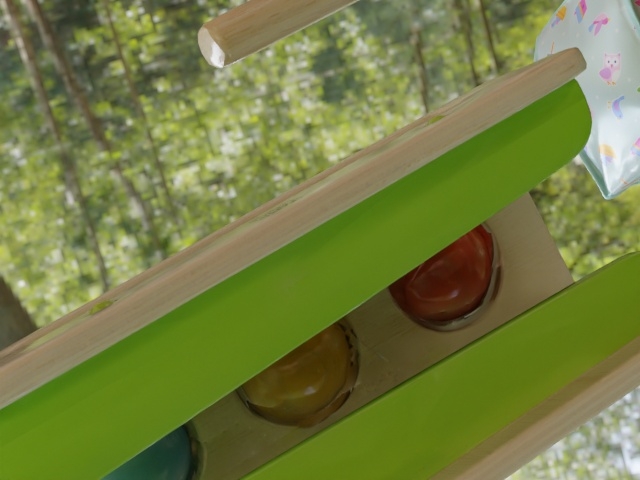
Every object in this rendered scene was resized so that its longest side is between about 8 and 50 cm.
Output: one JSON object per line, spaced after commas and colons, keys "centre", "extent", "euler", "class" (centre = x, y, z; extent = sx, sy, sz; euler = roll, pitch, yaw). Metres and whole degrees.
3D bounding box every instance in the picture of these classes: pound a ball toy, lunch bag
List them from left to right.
{"centre": [0.000, 0.000, 0.497], "extent": [0.319, 0.208, 0.136], "euler": [-31, -175, -21], "class": "pound a ball toy"}
{"centre": [0.391, -0.220, 1.578], "extent": [0.160, 0.262, 0.223], "euler": [-18, 162, -26], "class": "lunch bag"}
